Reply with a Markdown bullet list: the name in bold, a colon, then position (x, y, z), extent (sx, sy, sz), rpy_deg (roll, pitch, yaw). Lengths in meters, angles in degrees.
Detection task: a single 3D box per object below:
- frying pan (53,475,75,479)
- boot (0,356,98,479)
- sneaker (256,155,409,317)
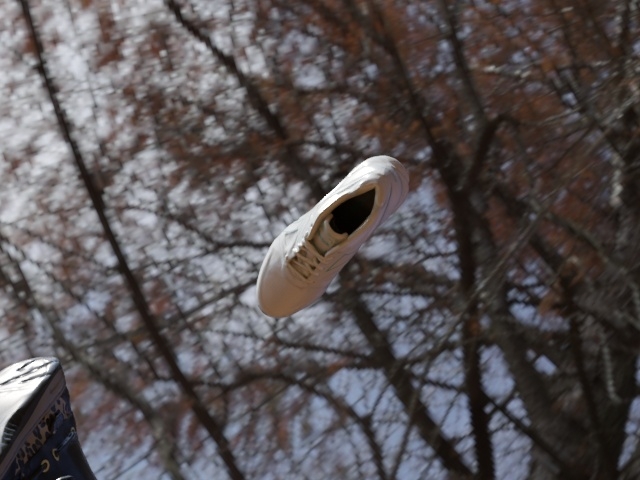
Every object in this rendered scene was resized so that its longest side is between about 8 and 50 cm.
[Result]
- **frying pan**: position (-0.323, 0.294, 1.004), extent (0.053, 0.197, 0.326), rpy_deg (28, -85, 41)
- **boot**: position (-0.241, 0.226, 1.112), extent (0.085, 0.236, 0.179), rpy_deg (-6, -60, 25)
- **sneaker**: position (0.000, 0.000, 1.018), extent (0.053, 0.061, 0.152), rpy_deg (42, -70, 3)
